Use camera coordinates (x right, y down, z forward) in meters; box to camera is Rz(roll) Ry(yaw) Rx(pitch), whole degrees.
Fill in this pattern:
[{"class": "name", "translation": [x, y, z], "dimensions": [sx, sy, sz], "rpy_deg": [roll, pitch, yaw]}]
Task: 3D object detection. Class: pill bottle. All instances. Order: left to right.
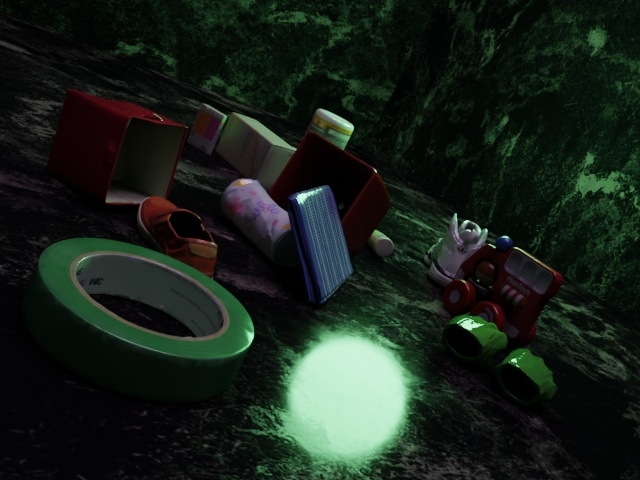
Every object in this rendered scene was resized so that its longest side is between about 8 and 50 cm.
[{"class": "pill bottle", "translation": [0.000, -0.347, 2.591], "dimensions": [0.162, 0.278, 0.162], "rpy_deg": [25, 14, -7]}]

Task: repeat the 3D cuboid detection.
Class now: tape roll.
[{"class": "tape roll", "translation": [-0.256, 0.106, 0.983], "dimensions": [0.321, 0.077, 0.321], "rpy_deg": [24, 15, -7]}]

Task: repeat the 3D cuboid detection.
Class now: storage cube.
[{"class": "storage cube", "translation": [-0.438, -0.195, 1.460], "dimensions": [0.193, 0.214, 0.184], "rpy_deg": [26, 14, 26]}]

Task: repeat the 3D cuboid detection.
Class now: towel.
[{"class": "towel", "translation": [0.000, 0.000, 1.568], "dimensions": [0.040, 0.243, 0.336], "rpy_deg": [-12, 5, 16]}]

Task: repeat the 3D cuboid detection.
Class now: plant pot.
[{"class": "plant pot", "translation": [0.043, -0.106, 1.922], "dimensions": [0.267, 0.267, 0.236], "rpy_deg": [37, 6, 34]}]

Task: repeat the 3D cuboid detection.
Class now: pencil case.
[{"class": "pencil case", "translation": [-0.133, -0.048, 1.638], "dimensions": [0.114, 0.124, 0.273], "rpy_deg": [11, 20, -46]}]

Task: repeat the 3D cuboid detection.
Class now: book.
[{"class": "book", "translation": [-0.384, -0.375, 2.291], "dimensions": [0.096, 0.144, 0.035], "rpy_deg": [33, 16, 20]}]

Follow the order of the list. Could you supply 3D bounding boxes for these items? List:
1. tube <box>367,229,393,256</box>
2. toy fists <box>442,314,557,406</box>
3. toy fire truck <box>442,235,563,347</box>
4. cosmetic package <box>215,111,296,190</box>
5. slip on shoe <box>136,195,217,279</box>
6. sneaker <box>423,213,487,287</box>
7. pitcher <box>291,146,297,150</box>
[{"class": "tube", "translation": [0.178, -0.005, 2.174], "dimensions": [0.240, 0.062, 0.070], "rpy_deg": [-120, -172, -73]}, {"class": "toy fists", "translation": [0.407, 0.269, 1.543], "dimensions": [0.279, 0.096, 0.142], "rpy_deg": [36, 27, 28]}, {"class": "toy fire truck", "translation": [0.492, 0.130, 1.844], "dimensions": [0.169, 0.253, 0.302], "rpy_deg": [17, 17, -34]}, {"class": "cosmetic package", "translation": [-0.220, -0.300, 2.292], "dimensions": [0.113, 0.160, 0.309], "rpy_deg": [13, 19, -39]}, {"class": "slip on shoe", "translation": [-0.277, -0.019, 1.336], "dimensions": [0.123, 0.101, 0.331], "rpy_deg": [15, 17, -32]}, {"class": "sneaker", "translation": [0.446, 0.023, 2.222], "dimensions": [0.137, 0.210, 0.366], "rpy_deg": [27, 14, 1]}, {"class": "pitcher", "translation": [-0.085, -0.239, 2.423], "dimensions": [0.207, 0.125, 0.177], "rpy_deg": [33, 27, -22]}]
